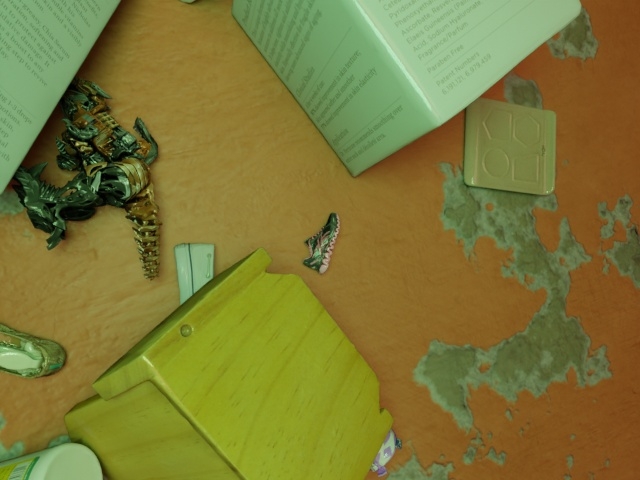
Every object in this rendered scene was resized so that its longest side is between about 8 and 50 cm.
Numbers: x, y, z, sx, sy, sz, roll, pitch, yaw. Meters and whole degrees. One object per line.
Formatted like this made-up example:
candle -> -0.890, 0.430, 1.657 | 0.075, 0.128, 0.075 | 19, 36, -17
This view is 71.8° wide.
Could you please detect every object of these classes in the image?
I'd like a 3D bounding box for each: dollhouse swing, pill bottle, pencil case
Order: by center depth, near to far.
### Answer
pill bottle -> -0.426, 0.364, 0.612 | 0.208, 0.117, 0.117 | -19, 92, 10
dollhouse swing -> -0.144, 0.261, 0.681 | 0.347, 0.305, 0.315 | 53, 49, -10
pencil case -> 0.038, 0.334, 0.788 | 0.206, 0.086, 0.088 | 34, 38, -8

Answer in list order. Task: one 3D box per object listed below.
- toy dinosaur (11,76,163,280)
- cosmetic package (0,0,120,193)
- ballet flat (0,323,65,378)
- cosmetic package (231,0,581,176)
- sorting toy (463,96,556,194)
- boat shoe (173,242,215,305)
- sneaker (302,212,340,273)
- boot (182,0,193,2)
toy dinosaur -> -0.341, -0.094, 0.686 | 0.218, 0.164, 0.322 | -29, 73, -32
cosmetic package -> -0.431, -0.308, 0.549 | 0.162, 0.230, 0.453 | 7, 65, 16
ballet flat -> -0.495, 0.158, 0.659 | 0.206, 0.067, 0.073 | 16, 83, -14
cosmetic package -> 0.109, -0.380, 0.730 | 0.327, 0.329, 0.393 | -39, 98, -15
sorting toy -> 0.408, -0.201, 0.959 | 0.208, 0.038, 0.193 | 4, 85, -11
boat shoe -> -0.194, 0.112, 0.739 | 0.076, 0.083, 0.226 | -8, 88, -15
sneaker -> 0.000, 0.000, 0.826 | 0.057, 0.047, 0.119 | 18, 80, -2
boot -> -0.191, -0.472, 0.729 | 0.069, 0.190, 0.086 | 27, 76, -40
